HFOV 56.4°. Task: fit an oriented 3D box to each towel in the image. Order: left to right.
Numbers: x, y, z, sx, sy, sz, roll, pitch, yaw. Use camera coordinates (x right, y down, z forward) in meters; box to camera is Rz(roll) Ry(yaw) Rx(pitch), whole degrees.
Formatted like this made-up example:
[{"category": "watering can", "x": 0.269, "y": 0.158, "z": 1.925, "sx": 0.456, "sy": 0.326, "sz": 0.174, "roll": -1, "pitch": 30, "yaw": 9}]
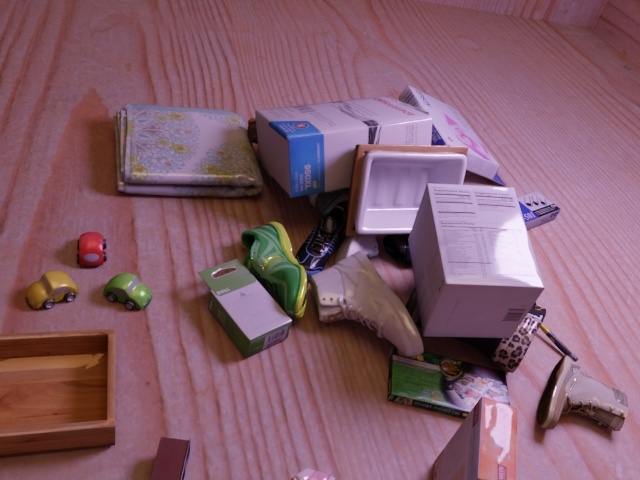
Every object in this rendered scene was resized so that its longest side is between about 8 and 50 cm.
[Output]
[{"category": "towel", "x": -0.362, "y": -0.241, "z": 1.617, "sx": 0.374, "sy": 0.090, "sz": 0.320, "roll": 0, "pitch": 47, "yaw": -19}]

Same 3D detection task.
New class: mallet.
[{"category": "mallet", "x": 0.541, "y": 0.223, "z": 1.449, "sx": 0.039, "sy": 0.062, "sz": 0.190, "roll": -23, "pitch": 69, "yaw": -36}]

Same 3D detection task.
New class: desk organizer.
[{"category": "desk organizer", "x": -0.251, "y": 0.391, "z": 0.977, "sx": 0.050, "sy": 0.047, "sz": 0.130, "roll": 9, "pitch": 41, "yaw": -5}]

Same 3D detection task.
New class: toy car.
[{"category": "toy car", "x": -0.458, "y": 0.076, "z": 1.252, "sx": 0.225, "sy": 0.053, "sz": 0.239, "roll": 21, "pitch": 41, "yaw": 5}]

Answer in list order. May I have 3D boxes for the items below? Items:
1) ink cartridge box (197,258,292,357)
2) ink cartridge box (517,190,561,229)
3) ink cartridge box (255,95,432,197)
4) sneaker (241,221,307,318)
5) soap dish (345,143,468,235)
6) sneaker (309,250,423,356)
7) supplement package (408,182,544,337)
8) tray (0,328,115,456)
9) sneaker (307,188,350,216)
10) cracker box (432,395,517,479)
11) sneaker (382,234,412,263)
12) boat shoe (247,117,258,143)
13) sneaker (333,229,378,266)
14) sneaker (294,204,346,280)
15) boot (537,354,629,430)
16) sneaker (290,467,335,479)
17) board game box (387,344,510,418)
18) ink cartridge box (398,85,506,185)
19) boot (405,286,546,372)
[{"category": "ink cartridge box", "x": -0.167, "y": 0.139, "z": 1.273, "sx": 0.109, "sy": 0.062, "sz": 0.209, "roll": -21, "pitch": 53, "yaw": -36}, {"category": "ink cartridge box", "x": 0.621, "y": -0.085, "z": 1.805, "sx": 0.207, "sy": 0.046, "sz": 0.097, "roll": -18, "pitch": 50, "yaw": -33}, {"category": "ink cartridge box", "x": 0.057, "y": -0.261, "z": 1.583, "sx": 0.395, "sy": 0.166, "sz": 0.285, "roll": -11, "pitch": 27, "yaw": -18}, {"category": "sneaker", "x": -0.108, "y": 0.072, "z": 1.349, "sx": 0.123, "sy": 0.109, "sz": 0.295, "roll": -9, "pitch": 39, "yaw": -18}, {"category": "soap dish", "x": 0.201, "y": -0.129, "z": 1.462, "sx": 0.291, "sy": 0.229, "sz": 0.118, "roll": -2, "pitch": 25, "yaw": -20}, {"category": "sneaker", "x": 0.085, "y": 0.163, "z": 1.303, "sx": 0.169, "sy": 0.108, "sz": 0.292, "roll": -23, "pitch": 49, "yaw": -16}, {"category": "supplement package", "x": 0.315, "y": 0.043, "z": 1.266, "sx": 0.198, "sy": 0.199, "sz": 0.263, "roll": 2, "pitch": 51, "yaw": -5}, {"category": "tray", "x": -0.560, "y": 0.259, "z": 1.000, "sx": 0.411, "sy": 0.076, "sz": 0.203, "roll": -1, "pitch": 44, "yaw": -18}, {"category": "sneaker", "x": 0.113, "y": -0.109, "z": 1.629, "sx": 0.283, "sy": 0.110, "sz": 0.122, "roll": -12, "pitch": 54, "yaw": -17}, {"category": "cracker box", "x": 0.252, "y": 0.394, "z": 1.002, "sx": 0.067, "sy": 0.232, "sz": 0.156, "roll": 19, "pitch": 41, "yaw": 3}, {"category": "sneaker", "x": 0.214, "y": -0.026, "z": 1.577, "sx": 0.121, "sy": 0.079, "sz": 0.217, "roll": -7, "pitch": 39, "yaw": -13}, {"category": "boat shoe", "x": -0.129, "y": -0.286, "z": 1.729, "sx": 0.207, "sy": 0.073, "sz": 0.073, "roll": 13, "pitch": 62, "yaw": -44}, {"category": "sneaker", "x": 0.101, "y": 0.021, "z": 1.497, "sx": 0.094, "sy": 0.080, "sz": 0.212, "roll": 36, "pitch": 43, "yaw": -11}, {"category": "sneaker", "x": 0.000, "y": 0.000, "z": 1.464, "sx": 0.081, "sy": 0.090, "sz": 0.232, "roll": 23, "pitch": 41, "yaw": 7}, {"category": "boot", "x": 0.562, "y": 0.355, "z": 1.272, "sx": 0.165, "sy": 0.077, "sz": 0.213, "roll": 33, "pitch": 40, "yaw": 15}, {"category": "sneaker", "x": -0.030, "y": 0.439, "z": 0.997, "sx": 0.070, "sy": 0.051, "sz": 0.134, "roll": 23, "pitch": 38, "yaw": 10}, {"category": "board game box", "x": 0.271, "y": 0.306, "z": 1.264, "sx": 0.259, "sy": 0.030, "sz": 0.136, "roll": 15, "pitch": 43, "yaw": -3}, {"category": "ink cartridge box", "x": 0.441, "y": -0.339, "z": 1.931, "sx": 0.330, "sy": 0.071, "sz": 0.324, "roll": 14, "pitch": 38, "yaw": -33}, {"category": "boot", "x": 0.390, "y": 0.121, "z": 1.426, "sx": 0.284, "sy": 0.138, "sz": 0.377, "roll": 29, "pitch": 46, "yaw": 16}]
